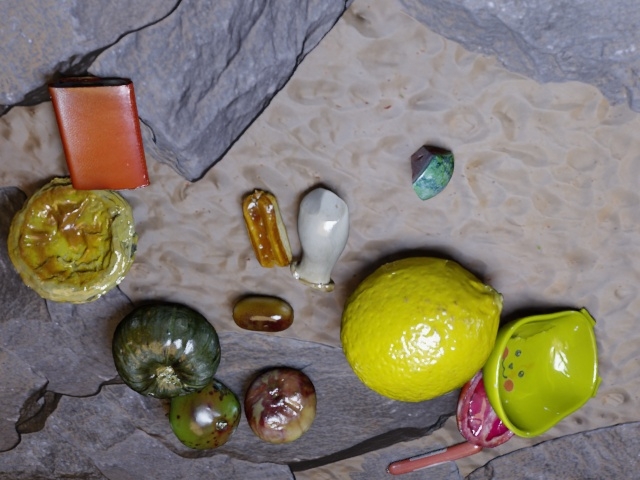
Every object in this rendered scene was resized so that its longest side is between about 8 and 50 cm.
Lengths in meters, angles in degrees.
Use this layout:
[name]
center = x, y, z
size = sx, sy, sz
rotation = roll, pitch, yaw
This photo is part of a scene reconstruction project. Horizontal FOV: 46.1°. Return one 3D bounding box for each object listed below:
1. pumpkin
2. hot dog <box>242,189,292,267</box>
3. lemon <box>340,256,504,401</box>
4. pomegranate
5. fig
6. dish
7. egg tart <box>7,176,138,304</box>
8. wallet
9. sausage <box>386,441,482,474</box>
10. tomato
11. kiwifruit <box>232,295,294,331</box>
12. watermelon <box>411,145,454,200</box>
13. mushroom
[pumpkin]
center = -0.314, 0.229, 1.533
size = 0.223, 0.157, 0.224
rotation = -2, 129, -3
[hot dog]
center = -0.099, -0.019, 1.383
size = 0.071, 0.045, 0.165
rotation = -4, 125, 15
[lemon]
center = 0.177, 0.155, 1.338
size = 0.310, 0.253, 0.253
rotation = -23, 119, 23
[pomegranate]
center = -0.267, 0.375, 1.648
size = 0.205, 0.159, 0.159
rotation = 1, 131, 42
[fig]
center = -0.069, 0.381, 1.611
size = 0.143, 0.160, 0.231
rotation = 20, 143, 49
[dish]
center = 0.394, 0.231, 1.406
size = 0.262, 0.108, 0.221
rotation = -14, 101, -27
[egg tart]
center = -0.451, 0.002, 1.392
size = 0.241, 0.241, 0.106
rotation = 11, 169, 2
[wallet]
center = -0.381, -0.182, 1.309
size = 0.142, 0.045, 0.204
rotation = -2, 126, -1
[sausage]
center = 0.257, 0.494, 1.704
size = 0.253, 0.034, 0.034
rotation = -24, 119, 24
[tomato]
center = 0.323, 0.315, 1.502
size = 0.189, 0.099, 0.173
rotation = 34, 86, -31
[kiwifruit]
center = -0.114, 0.146, 1.490
size = 0.124, 0.075, 0.075
rotation = 0, 126, 7
[watermelon]
center = 0.177, -0.110, 1.255
size = 0.072, 0.092, 0.084
rotation = 19, 129, 46
[mushroom]
center = -0.001, 0.001, 1.353
size = 0.097, 0.088, 0.212
rotation = 7, 130, -9
